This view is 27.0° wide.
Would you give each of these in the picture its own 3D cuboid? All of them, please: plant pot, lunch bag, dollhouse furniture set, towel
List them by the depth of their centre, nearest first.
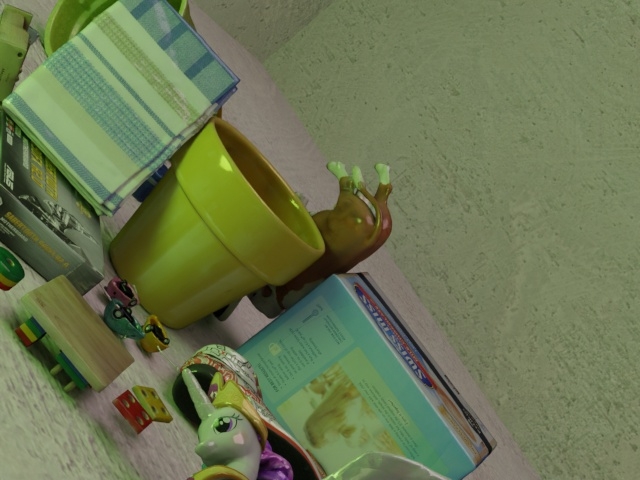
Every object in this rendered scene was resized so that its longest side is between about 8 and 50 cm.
[{"bbox_3d":[-0.264,-0.195,1.800,0.209,0.285,0.034,47,-24,-10],"label":"towel"},{"bbox_3d":[-0.160,-0.007,1.906,0.254,0.239,0.254,48,11,-12],"label":"plant pot"},{"bbox_3d":[-0.361,-0.228,1.924,0.242,0.212,0.161,20,21,-18],"label":"dollhouse furniture set"},{"bbox_3d":[-0.291,-0.116,2.217,0.067,0.065,0.098,48,11,-18],"label":"lunch bag"},{"bbox_3d":[-0.317,-0.331,2.415,0.276,0.276,0.254,59,1,37],"label":"plant pot"}]

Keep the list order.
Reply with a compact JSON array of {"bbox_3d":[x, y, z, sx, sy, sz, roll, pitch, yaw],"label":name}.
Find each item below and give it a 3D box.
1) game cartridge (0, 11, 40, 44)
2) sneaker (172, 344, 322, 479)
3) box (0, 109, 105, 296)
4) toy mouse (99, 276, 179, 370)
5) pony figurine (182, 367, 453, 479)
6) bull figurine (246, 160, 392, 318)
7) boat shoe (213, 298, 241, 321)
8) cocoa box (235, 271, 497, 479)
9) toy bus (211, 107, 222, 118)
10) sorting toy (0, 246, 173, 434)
[{"bbox_3d":[-0.492,-0.330,2.122,0.017,0.056,0.083,49,6,33],"label":"game cartridge"},{"bbox_3d":[-0.081,0.250,1.767,0.270,0.090,0.145,47,13,-7],"label":"sneaker"},{"bbox_3d":[-0.360,-0.047,1.699,0.183,0.056,0.231,45,12,-28],"label":"box"},{"bbox_3d":[-0.256,0.092,1.730,0.143,0.031,0.161,43,12,-38],"label":"toy mouse"},{"bbox_3d":[-0.040,0.318,1.335,0.351,0.303,0.363,40,27,-12],"label":"pony figurine"},{"bbox_3d":[0.000,0.000,2.047,0.101,0.310,0.188,26,51,-33],"label":"bull figurine"},{"bbox_3d":[-0.171,0.014,2.132,0.113,0.127,0.340,34,22,-16],"label":"boat shoe"},{"bbox_3d":[0.060,0.246,1.982,0.347,0.231,0.228,54,11,9],"label":"cocoa box"},{"bbox_3d":[-0.264,-0.207,2.304,0.202,0.191,0.104,50,9,-6],"label":"toy bus"},{"bbox_3d":[-0.277,0.119,1.500,0.274,0.046,0.132,50,10,-2],"label":"sorting toy"}]
